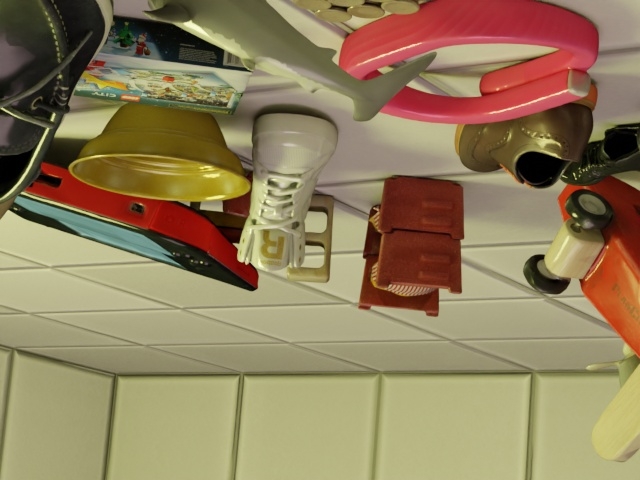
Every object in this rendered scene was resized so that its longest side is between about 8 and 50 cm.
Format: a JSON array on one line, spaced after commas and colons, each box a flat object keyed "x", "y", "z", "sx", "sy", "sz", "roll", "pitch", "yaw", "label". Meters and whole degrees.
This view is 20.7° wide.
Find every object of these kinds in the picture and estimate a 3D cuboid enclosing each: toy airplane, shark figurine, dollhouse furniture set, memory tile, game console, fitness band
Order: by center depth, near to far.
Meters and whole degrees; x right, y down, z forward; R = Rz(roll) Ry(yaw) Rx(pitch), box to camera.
[{"x": -0.042, "y": -0.203, "z": 1.555, "sx": 0.278, "sy": 0.116, "sz": 0.166, "roll": 27, "pitch": -172, "yaw": 9, "label": "shark figurine"}, {"x": 0.014, "y": -0.235, "z": 1.634, "sx": 0.113, "sy": 0.012, "sz": 0.148, "roll": -3, "pitch": 166, "yaw": 33, "label": "memory tile"}, {"x": 0.145, "y": -0.176, "z": 1.762, "sx": 0.209, "sy": 0.054, "sz": 0.291, "roll": 13, "pitch": 164, "yaw": -33, "label": "fitness band"}, {"x": 0.460, "y": 0.096, "z": 2.123, "sx": 0.272, "sy": 0.384, "sz": 0.386, "roll": -11, "pitch": -172, "yaw": -38, "label": "toy airplane"}, {"x": -0.294, "y": -0.025, "z": 2.389, "sx": 0.386, "sy": 0.060, "sz": 0.342, "roll": 18, "pitch": 168, "yaw": 16, "label": "game console"}, {"x": 0.000, "y": 0.000, "z": 2.397, "sx": 0.374, "sy": 0.152, "sz": 0.201, "roll": 5, "pitch": 168, "yaw": -2, "label": "dollhouse furniture set"}]

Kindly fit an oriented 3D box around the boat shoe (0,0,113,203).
[{"x": -0.306, "y": -0.164, "z": 1.633, "sx": 0.187, "sy": 0.156, "sz": 0.500, "roll": 21, "pitch": 158, "yaw": -5, "label": "boat shoe"}]

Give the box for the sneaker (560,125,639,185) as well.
[{"x": 0.340, "y": -0.104, "z": 2.040, "sx": 0.170, "sy": 0.051, "sz": 0.089, "roll": -8, "pitch": 163, "yaw": 30, "label": "sneaker"}]

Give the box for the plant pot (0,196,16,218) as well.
[{"x": -0.475, "y": -0.080, "z": 2.063, "sx": 0.284, "sy": 0.191, "sz": 0.284, "roll": 7, "pitch": 171, "yaw": 1, "label": "plant pot"}]

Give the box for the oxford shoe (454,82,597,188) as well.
[{"x": 0.217, "y": -0.103, "z": 1.961, "sx": 0.097, "sy": 0.098, "sz": 0.271, "roll": 8, "pitch": 167, "yaw": -16, "label": "oxford shoe"}]

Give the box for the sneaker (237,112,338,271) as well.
[{"x": -0.042, "y": -0.048, "z": 2.162, "sx": 0.108, "sy": 0.169, "sz": 0.292, "roll": 7, "pitch": 167, "yaw": -1, "label": "sneaker"}]

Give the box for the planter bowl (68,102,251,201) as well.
[{"x": -0.186, "y": -0.115, "z": 2.082, "sx": 0.217, "sy": 0.090, "sz": 0.217, "roll": 4, "pitch": 169, "yaw": 1, "label": "planter bowl"}]

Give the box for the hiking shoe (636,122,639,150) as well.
[{"x": 0.462, "y": -0.104, "z": 1.898, "sx": 0.227, "sy": 0.086, "sz": 0.114, "roll": 6, "pitch": 171, "yaw": -1, "label": "hiking shoe"}]

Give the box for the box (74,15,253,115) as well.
[{"x": -0.194, "y": -0.188, "z": 1.853, "sx": 0.233, "sy": 0.044, "sz": 0.159, "roll": 7, "pitch": 167, "yaw": -9, "label": "box"}]
